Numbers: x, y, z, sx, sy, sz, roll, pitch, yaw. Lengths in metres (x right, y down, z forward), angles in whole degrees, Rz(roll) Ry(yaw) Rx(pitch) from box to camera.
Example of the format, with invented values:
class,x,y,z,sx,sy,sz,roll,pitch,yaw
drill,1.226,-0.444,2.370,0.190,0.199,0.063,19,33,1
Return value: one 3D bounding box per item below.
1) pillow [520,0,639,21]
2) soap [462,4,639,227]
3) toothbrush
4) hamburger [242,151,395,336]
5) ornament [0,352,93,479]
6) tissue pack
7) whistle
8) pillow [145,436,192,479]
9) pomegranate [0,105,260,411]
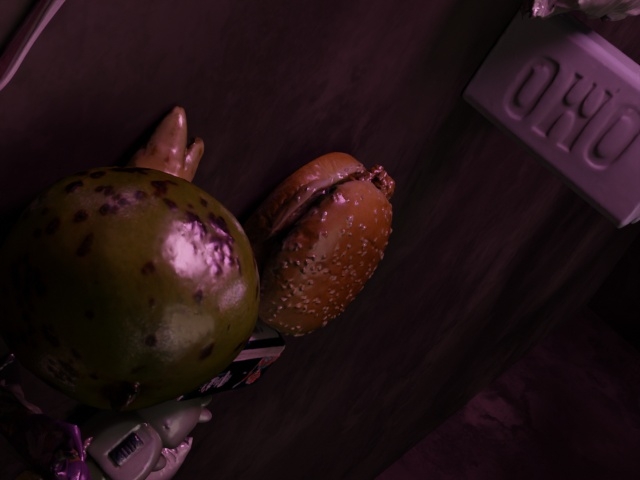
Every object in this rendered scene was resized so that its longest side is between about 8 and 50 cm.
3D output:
class,x,y,z,sx,sy,sz,roll,pitch,yaw
pillow,0.347,-0.366,1.115,0.283,0.138,0.310,-19,144,-52
soap,0.326,-0.160,1.280,0.087,0.265,0.160,-14,143,-56
toothbrush,-0.209,-0.114,0.677,0.204,0.017,0.022,-50,149,12
hamburger,0.000,0.000,1.156,0.215,0.122,0.189,-50,158,4
ornament,-0.243,0.195,0.938,0.088,0.203,0.081,-40,152,-30
tissue pack,-0.124,0.111,1.149,0.090,0.103,0.170,-47,160,15
whistle,-0.225,0.229,1.188,0.244,0.110,0.092,-42,-166,-15
pillow,-0.283,0.323,1.283,0.254,0.078,0.144,-26,162,-43
pomegranate,-0.149,0.017,0.835,0.211,0.211,0.263,90,3,-55
